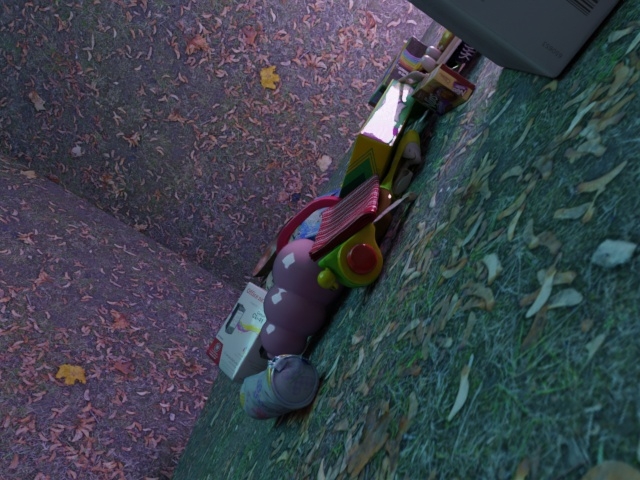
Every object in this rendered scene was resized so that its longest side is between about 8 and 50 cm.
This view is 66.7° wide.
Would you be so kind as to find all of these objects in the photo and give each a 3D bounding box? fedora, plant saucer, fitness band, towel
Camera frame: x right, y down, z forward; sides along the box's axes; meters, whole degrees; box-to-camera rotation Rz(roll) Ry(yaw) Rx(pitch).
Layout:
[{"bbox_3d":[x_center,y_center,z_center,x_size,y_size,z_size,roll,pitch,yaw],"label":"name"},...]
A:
[{"bbox_3d":[0.125,-0.051,1.292,0.194,0.079,0.194,-36,31,25],"label":"fedora"},{"bbox_3d":[-0.186,0.036,2.079,0.311,0.050,0.311,-54,10,14],"label":"plant saucer"},{"bbox_3d":[0.000,0.000,1.433,0.291,0.209,0.054,-42,0,22],"label":"fitness band"},{"bbox_3d":[0.064,-0.067,1.218,0.198,0.031,0.275,-36,16,23],"label":"towel"}]

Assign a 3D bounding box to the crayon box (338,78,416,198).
[{"bbox_3d":[0.172,-0.265,1.476,0.313,0.106,0.363,108,-173,-46],"label":"crayon box"}]

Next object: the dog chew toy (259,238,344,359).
[{"bbox_3d":[-0.061,0.167,1.320,0.206,0.206,0.332,168,125,-80],"label":"dog chew toy"}]

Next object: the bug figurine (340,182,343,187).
[{"bbox_3d":[0.062,-0.139,2.064,0.279,0.072,0.216,-45,14,9],"label":"bug figurine"}]

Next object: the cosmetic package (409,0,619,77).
[{"bbox_3d":[0.349,-0.534,0.877,0.329,0.327,0.394,-56,7,22],"label":"cosmetic package"}]

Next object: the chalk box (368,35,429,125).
[{"bbox_3d":[0.304,-0.543,1.765,0.289,0.180,0.179,-59,8,-10],"label":"chalk box"}]

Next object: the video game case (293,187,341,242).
[{"bbox_3d":[0.049,-0.090,1.709,0.269,0.061,0.244,-19,33,40],"label":"video game case"}]

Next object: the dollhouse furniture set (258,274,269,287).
[{"bbox_3d":[-0.210,0.242,2.127,0.123,0.151,0.144,-53,7,39],"label":"dollhouse furniture set"}]

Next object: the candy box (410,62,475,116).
[{"bbox_3d":[0.330,-0.409,1.333,0.053,0.109,0.186,-59,8,-3],"label":"candy box"}]

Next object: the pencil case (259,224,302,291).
[{"bbox_3d":[-0.110,0.122,1.912,0.410,0.159,0.183,-57,3,9],"label":"pencil case"}]

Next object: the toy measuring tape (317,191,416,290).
[{"bbox_3d":[0.129,0.016,1.138,0.330,0.121,0.121,-38,-1,-21],"label":"toy measuring tape"}]

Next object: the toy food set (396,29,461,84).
[{"bbox_3d":[0.348,-0.603,1.457,0.306,0.092,0.220,-53,11,3],"label":"toy food set"}]

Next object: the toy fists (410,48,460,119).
[{"bbox_3d":[0.366,-0.519,1.605,0.279,0.096,0.142,-59,20,-11],"label":"toy fists"}]

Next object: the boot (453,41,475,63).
[{"bbox_3d":[0.446,-0.571,1.442,0.190,0.069,0.086,-76,5,-74],"label":"boot"}]

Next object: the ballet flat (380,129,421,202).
[{"bbox_3d":[0.235,-0.203,1.342,0.077,0.077,0.231,13,73,60],"label":"ballet flat"}]

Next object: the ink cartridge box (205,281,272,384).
[{"bbox_3d":[-0.238,0.330,1.716,0.226,0.131,0.306,21,79,51],"label":"ink cartridge box"}]

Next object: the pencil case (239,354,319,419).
[{"bbox_3d":[-0.104,0.346,1.133,0.114,0.124,0.273,-64,8,-33],"label":"pencil case"}]
